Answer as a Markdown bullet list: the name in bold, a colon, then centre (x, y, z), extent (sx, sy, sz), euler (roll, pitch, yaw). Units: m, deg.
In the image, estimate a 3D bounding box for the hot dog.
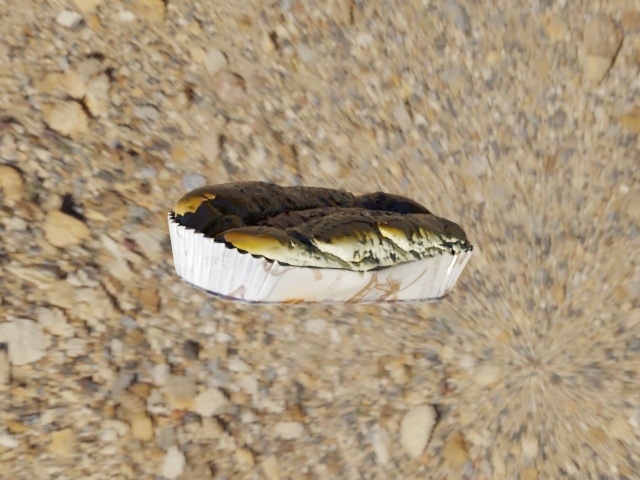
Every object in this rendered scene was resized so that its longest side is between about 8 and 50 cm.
- **hot dog**: centre (0.000, 0.000, 1.099), extent (0.144, 0.268, 0.075), euler (33, 116, 43)
